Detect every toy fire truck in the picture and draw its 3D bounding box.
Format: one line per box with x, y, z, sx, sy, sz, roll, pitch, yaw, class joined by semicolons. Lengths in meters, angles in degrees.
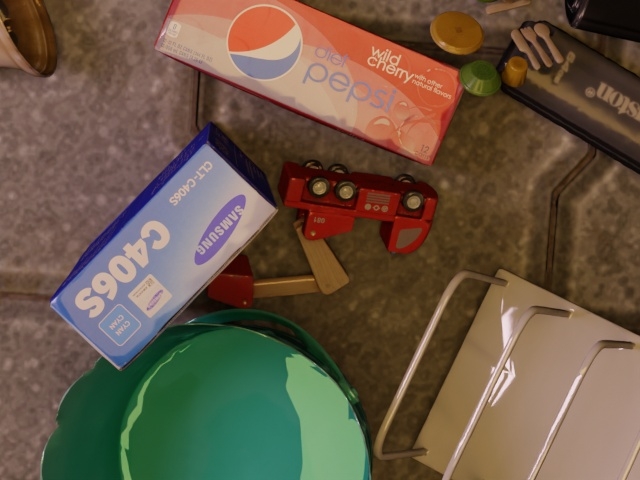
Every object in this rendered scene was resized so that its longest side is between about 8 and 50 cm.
0.000;0.000;1.475;0.192;0.047;0.135;8;112;-14;toy fire truck

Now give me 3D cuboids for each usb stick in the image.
0.288;-0.103;1.486;0.278;0.045;0.077;30;92;-4;usb stick

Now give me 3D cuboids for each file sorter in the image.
0.215;0.164;1.398;0.277;0.173;0.193;27;95;20;file sorter

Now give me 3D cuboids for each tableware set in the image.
0.136;-0.192;1.446;0.104;0.024;0.154;-17;63;-21;tableware set

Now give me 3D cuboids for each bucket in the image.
-0.083;0.192;1.403;0.281;0.183;0.281;0;90;7;bucket

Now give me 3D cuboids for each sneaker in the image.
-0.066;0.237;1.516;0.037;0.032;0.083;5;98;-19;sneaker

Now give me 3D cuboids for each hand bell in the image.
-0.365;-0.160;1.439;0.242;0.126;0.126;-19;96;12;hand bell

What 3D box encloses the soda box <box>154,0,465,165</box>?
-0.008;-0.156;1.450;0.263;0.083;0.092;22;94;-4;soda box

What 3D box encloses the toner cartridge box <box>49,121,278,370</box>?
-0.120;-0.007;1.327;0.075;0.348;0.165;43;93;-7;toner cartridge box

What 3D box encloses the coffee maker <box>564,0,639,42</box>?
0.307;-0.204;1.440;0.178;0.120;0.171;14;96;-3;coffee maker
